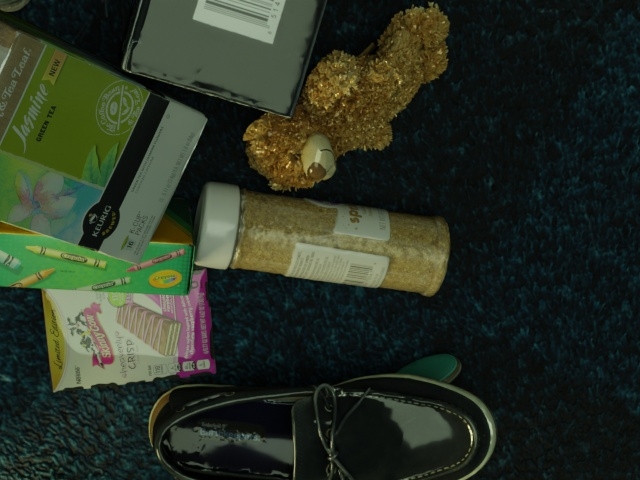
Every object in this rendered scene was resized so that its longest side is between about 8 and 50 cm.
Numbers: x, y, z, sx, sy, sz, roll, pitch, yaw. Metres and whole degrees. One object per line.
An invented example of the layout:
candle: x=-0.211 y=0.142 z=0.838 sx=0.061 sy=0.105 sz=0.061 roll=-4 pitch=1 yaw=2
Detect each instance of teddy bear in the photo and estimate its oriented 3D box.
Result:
teddy bear: x=0.055 y=-0.187 z=1.902 sx=0.338 sy=0.245 sz=0.113 roll=-34 pitch=74 yaw=-27

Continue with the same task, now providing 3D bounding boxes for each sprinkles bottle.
sprinkles bottle: x=0.000 y=0.000 z=1.971 sx=0.356 sy=0.121 sz=0.121 roll=8 pitch=98 yaw=-11

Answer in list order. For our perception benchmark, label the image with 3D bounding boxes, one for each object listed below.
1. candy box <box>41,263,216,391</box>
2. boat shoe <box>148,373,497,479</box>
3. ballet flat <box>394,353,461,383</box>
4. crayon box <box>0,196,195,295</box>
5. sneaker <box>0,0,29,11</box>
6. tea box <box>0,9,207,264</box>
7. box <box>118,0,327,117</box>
candy box: x=-0.272 y=0.120 z=1.971 sx=0.234 sy=0.071 sz=0.159 roll=-6 pitch=101 yaw=-8
boat shoe: x=-0.002 y=0.284 z=1.953 sx=0.501 sy=0.156 sz=0.186 roll=2 pitch=96 yaw=3
ballet flat: x=0.116 y=0.238 z=2.067 sx=0.213 sy=0.072 sz=0.068 roll=-26 pitch=130 yaw=-4
crayon box: x=-0.316 y=-0.001 z=1.889 sx=0.279 sy=0.165 sz=0.081 roll=4 pitch=114 yaw=-10
sneaker: x=-0.492 y=-0.360 z=1.824 sx=0.232 sy=0.115 sz=0.090 roll=7 pitch=96 yaw=-15
tea box: x=-0.385 y=-0.158 z=1.714 sx=0.324 sy=0.329 sz=0.220 roll=19 pitch=98 yaw=-51
box: x=-0.117 y=-0.333 z=1.753 sx=0.212 sy=0.395 sz=0.293 roll=15 pitch=96 yaw=-11
